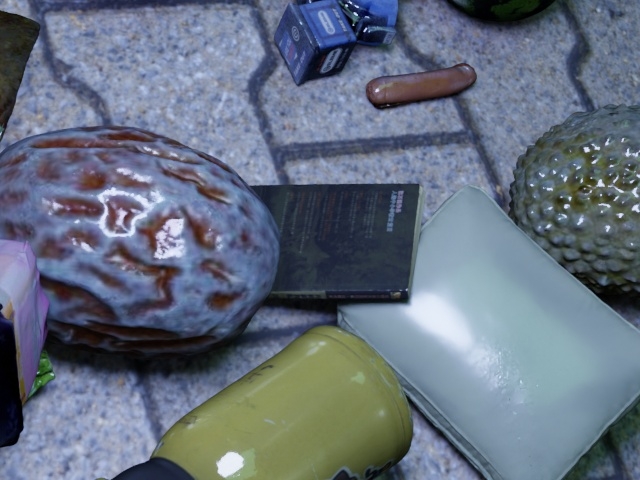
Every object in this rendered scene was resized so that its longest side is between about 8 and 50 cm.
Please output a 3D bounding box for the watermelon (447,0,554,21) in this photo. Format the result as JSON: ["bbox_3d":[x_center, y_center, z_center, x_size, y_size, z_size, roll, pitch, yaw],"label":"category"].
[{"bbox_3d":[0.252,-0.436,1.928,0.269,0.269,0.269,11,55,-15],"label":"watermelon"}]

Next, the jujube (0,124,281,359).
[{"bbox_3d":[-0.196,0.010,1.449,0.308,0.246,0.215,3,31,-5],"label":"jujube"}]

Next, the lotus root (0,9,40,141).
[{"bbox_3d":[-0.420,-0.132,1.507,0.142,0.210,0.314,26,38,-18],"label":"lotus root"}]

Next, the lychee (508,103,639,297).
[{"bbox_3d":[0.365,-0.040,1.708,0.274,0.255,0.255,-18,66,-17],"label":"lychee"}]

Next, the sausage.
[{"bbox_3d":[0.138,-0.209,1.860,0.177,0.040,0.047,-14,20,-29],"label":"sausage"}]

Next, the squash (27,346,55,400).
[{"bbox_3d":[-0.368,0.159,1.390,0.219,0.068,0.077,-23,38,-31],"label":"squash"}]

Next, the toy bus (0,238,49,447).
[{"bbox_3d":[-0.453,0.074,1.312,0.386,0.171,0.162,7,30,5],"label":"toy bus"}]

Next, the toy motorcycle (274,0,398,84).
[{"bbox_3d":[-0.023,-0.392,1.864,0.213,0.125,0.358,-17,67,-27],"label":"toy motorcycle"}]

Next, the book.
[{"bbox_3d":[0.000,0.000,1.604,0.228,0.024,0.160,0,52,15],"label":"book"}]

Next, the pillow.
[{"bbox_3d":[0.203,0.117,1.593,0.255,0.120,0.322,-43,78,-14],"label":"pillow"}]

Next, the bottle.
[{"bbox_3d":[-0.082,0.240,1.393,0.351,0.171,0.171,-33,74,-33],"label":"bottle"}]
